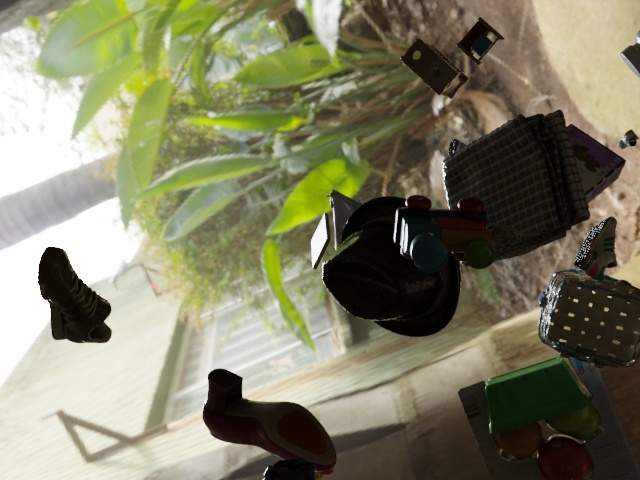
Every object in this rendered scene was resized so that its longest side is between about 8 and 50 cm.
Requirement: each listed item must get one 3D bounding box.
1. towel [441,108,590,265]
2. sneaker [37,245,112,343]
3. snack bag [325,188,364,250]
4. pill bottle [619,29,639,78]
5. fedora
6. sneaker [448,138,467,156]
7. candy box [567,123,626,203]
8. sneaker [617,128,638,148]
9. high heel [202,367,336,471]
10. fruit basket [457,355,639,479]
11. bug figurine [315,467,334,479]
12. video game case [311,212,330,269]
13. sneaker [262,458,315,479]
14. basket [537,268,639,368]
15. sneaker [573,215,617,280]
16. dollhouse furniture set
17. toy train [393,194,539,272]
[{"bbox_3d":[0.357,-0.093,1.405,0.283,0.121,0.235,-32,62,56],"label":"towel"},{"bbox_3d":[-0.334,0.082,1.027,0.192,0.086,0.064,102,180,-48],"label":"sneaker"},{"bbox_3d":[0.179,0.015,1.856,0.342,0.037,0.323,24,156,15],"label":"snack bag"},{"bbox_3d":[0.982,-0.574,2.069,0.136,0.245,0.136,43,-160,-20],"label":"pill bottle"},{"bbox_3d":[0.118,0.067,1.491,0.334,0.152,0.334,18,114,45],"label":"fedora"},{"bbox_3d":[0.401,-0.223,2.123,0.052,0.058,0.135,176,107,-69],"label":"sneaker"},{"bbox_3d":[0.593,-0.164,1.747,0.165,0.196,0.070,43,158,26],"label":"candy box"},{"bbox_3d":[0.791,-0.251,1.882,0.037,0.032,0.083,54,176,20],"label":"sneaker"},{"bbox_3d":[-0.115,0.436,1.620,0.377,0.127,0.181,29,127,37],"label":"high heel"},{"bbox_3d":[0.536,0.462,1.714,0.353,0.327,0.165,67,-164,0],"label":"fruit basket"},{"bbox_3d":[0.007,0.684,1.872,0.216,0.072,0.279,-151,69,-69],"label":"bug figurine"},{"bbox_3d":[0.000,0.000,1.700,0.122,0.011,0.087,-94,26,-60],"label":"video game case"},{"bbox_3d":[-0.010,0.490,1.400,0.217,0.121,0.079,22,-176,-13],"label":"sneaker"},{"bbox_3d":[0.607,0.171,1.643,0.289,0.254,0.201,-7,-68,-67],"label":"basket"},{"bbox_3d":[0.617,0.021,1.598,0.075,0.161,0.057,41,151,-2],"label":"sneaker"},{"bbox_3d":[0.305,-0.443,1.691,0.129,0.184,0.129,46,-159,12],"label":"dollhouse furniture set"},{"bbox_3d":[0.249,0.000,1.166,0.143,0.248,0.105,-95,8,-69],"label":"toy train"}]
